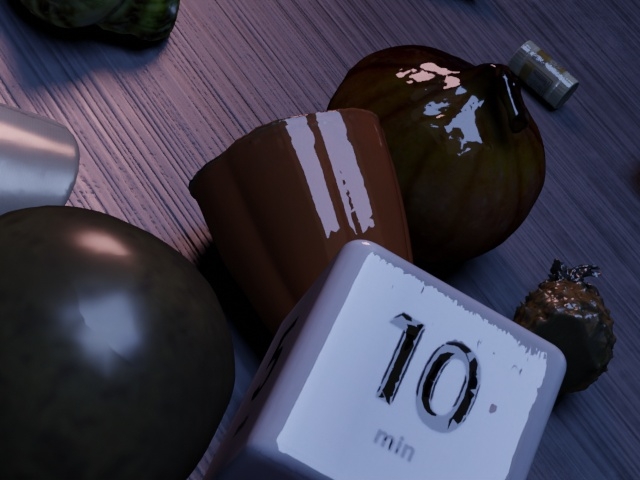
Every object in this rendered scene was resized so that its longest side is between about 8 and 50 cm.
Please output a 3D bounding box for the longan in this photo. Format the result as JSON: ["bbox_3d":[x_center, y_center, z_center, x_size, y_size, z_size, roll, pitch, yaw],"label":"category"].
[{"bbox_3d":[-0.183,0.088,1.012,0.246,0.215,0.246,0,31,0],"label":"longan"}]

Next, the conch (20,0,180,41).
[{"bbox_3d":[-0.222,-0.279,1.445,0.187,0.124,0.181,37,40,-8],"label":"conch"}]

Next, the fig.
[{"bbox_3d":[0.118,-0.094,1.430,0.235,0.214,0.235,10,21,-4],"label":"fig"}]

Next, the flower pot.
[{"bbox_3d":[0.000,0.000,1.258,0.191,0.190,0.173,-5,63,-38],"label":"flower pot"}]

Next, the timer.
[{"bbox_3d":[0.042,0.149,1.070,0.192,0.194,0.195,30,60,-5],"label":"timer"}]

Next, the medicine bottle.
[{"bbox_3d":[0.280,-0.209,1.785,0.083,0.047,0.047,43,39,14],"label":"medicine bottle"}]

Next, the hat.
[{"bbox_3d":[-0.315,-0.097,1.173,0.226,0.164,0.219,-2,47,-8],"label":"hat"}]

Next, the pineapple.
[{"bbox_3d":[0.243,0.075,1.423,0.108,0.108,0.197,32,26,-2],"label":"pineapple"}]
